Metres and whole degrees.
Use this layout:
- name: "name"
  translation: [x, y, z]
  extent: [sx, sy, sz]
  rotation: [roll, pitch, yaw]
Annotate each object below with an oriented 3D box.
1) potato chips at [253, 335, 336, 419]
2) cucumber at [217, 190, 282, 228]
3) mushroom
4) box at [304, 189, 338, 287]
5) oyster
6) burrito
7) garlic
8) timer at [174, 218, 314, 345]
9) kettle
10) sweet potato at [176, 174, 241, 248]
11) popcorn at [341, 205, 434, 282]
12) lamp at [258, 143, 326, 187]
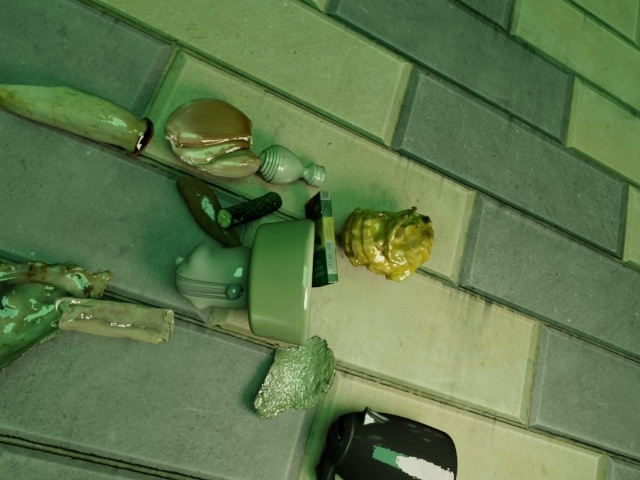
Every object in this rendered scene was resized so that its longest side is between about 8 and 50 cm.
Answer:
- name: "potato chips"
  translation: [-0.066, 0.341, 1.086]
  extent: [0.228, 0.059, 0.167]
  rotation: [-16, 79, -18]
- name: "cucumber"
  translation: [-0.175, -0.074, 1.101]
  extent: [0.187, 0.058, 0.058]
  rotation: [-28, 90, -47]
- name: "mushroom"
  translation: [-0.559, -0.296, 1.018]
  extent: [0.333, 0.087, 0.107]
  rotation: [20, 74, -14]
- name: "box"
  translation: [0.000, 0.000, 1.140]
  extent: [0.034, 0.132, 0.235]
  rotation: [-1, 80, -19]
- name: "oyster"
  translation: [-0.623, 0.132, 0.900]
  extent: [0.361, 0.096, 0.221]
  rotation: [-37, 88, -23]
- name: "burrito"
  translation: [-0.427, 0.169, 0.920]
  extent: [0.275, 0.059, 0.082]
  rotation: [25, 65, -55]
- name: "garlic"
  translation: [-0.279, -0.255, 1.106]
  extent: [0.228, 0.110, 0.217]
  rotation: [1, 67, -27]
- name: "timer"
  translation: [-0.175, 0.086, 1.011]
  extent: [0.315, 0.291, 0.290]
  rotation: [3, 77, 1]
- name: "kettle"
  translation: [0.137, 0.545, 1.059]
  extent: [0.290, 0.207, 0.268]
  rotation: [23, 99, -9]
- name: "sweet potato"
  translation: [-0.267, -0.062, 1.083]
  extent: [0.077, 0.077, 0.243]
  rotation: [-37, 92, -23]
- name: "popcorn"
  translation: [0.177, -0.001, 1.165]
  extent: [0.250, 0.250, 0.190]
  rotation: [-7, 119, -22]
- name: "lamp"
  translation: [-0.077, -0.190, 1.171]
  extent: [0.193, 0.106, 0.106]
  rotation: [12, 75, -26]
